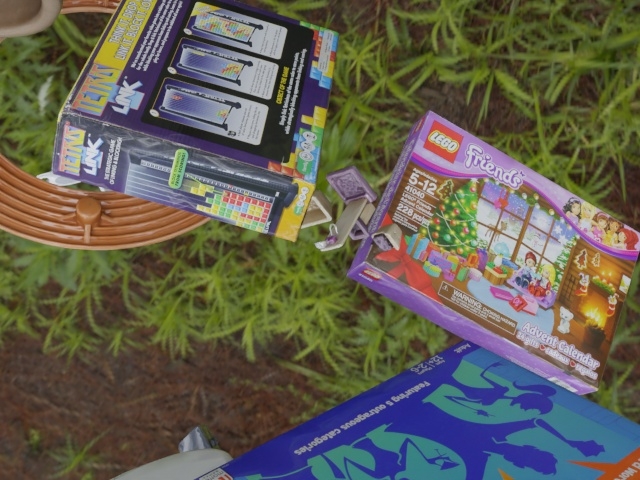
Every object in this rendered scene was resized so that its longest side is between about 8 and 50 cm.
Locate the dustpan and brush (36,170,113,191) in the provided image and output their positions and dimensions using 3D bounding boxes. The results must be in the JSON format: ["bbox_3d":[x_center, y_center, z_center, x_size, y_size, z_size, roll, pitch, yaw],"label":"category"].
[{"bbox_3d":[-0.280,-0.097,1.289,0.211,0.060,0.147,-1,125,-12],"label":"dustpan and brush"}]

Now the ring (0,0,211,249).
[{"bbox_3d":[-0.207,-0.141,0.872,0.337,0.336,0.032,24,147,0],"label":"ring"}]

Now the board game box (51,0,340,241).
[{"bbox_3d":[-0.066,-0.086,0.566,0.141,0.170,0.048,15,130,-5],"label":"board game box"}]

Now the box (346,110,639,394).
[{"bbox_3d":[0.198,0.015,1.028,0.293,0.200,0.057,28,156,-9],"label":"box"}]

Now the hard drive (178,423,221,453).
[{"bbox_3d":[-0.138,0.405,1.450,0.054,0.172,0.254,-31,83,-8],"label":"hard drive"}]

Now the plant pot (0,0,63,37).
[{"bbox_3d":[-0.281,-0.305,0.670,0.263,0.263,0.229,14,76,3],"label":"plant pot"}]

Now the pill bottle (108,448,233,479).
[{"bbox_3d":[-0.040,0.278,0.474,0.176,0.176,0.318,-20,96,23],"label":"pill bottle"}]

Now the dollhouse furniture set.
[{"bbox_3d":[0.000,0.000,0.884,0.114,0.081,0.091,-14,124,43],"label":"dollhouse furniture set"}]

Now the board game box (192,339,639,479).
[{"bbox_3d":[0.078,0.119,0.337,0.210,0.160,0.047,25,125,43],"label":"board game box"}]
